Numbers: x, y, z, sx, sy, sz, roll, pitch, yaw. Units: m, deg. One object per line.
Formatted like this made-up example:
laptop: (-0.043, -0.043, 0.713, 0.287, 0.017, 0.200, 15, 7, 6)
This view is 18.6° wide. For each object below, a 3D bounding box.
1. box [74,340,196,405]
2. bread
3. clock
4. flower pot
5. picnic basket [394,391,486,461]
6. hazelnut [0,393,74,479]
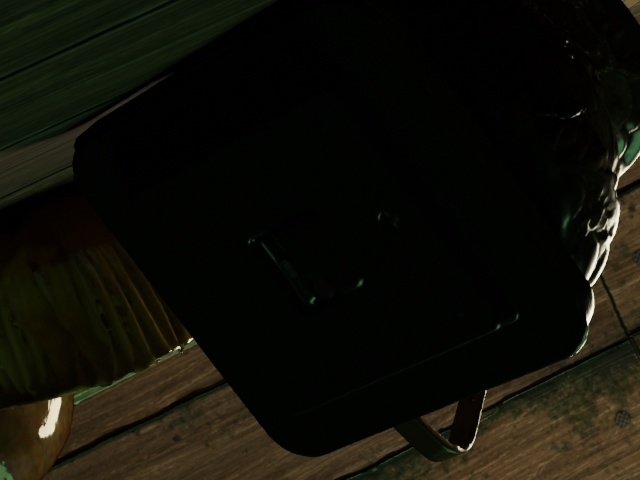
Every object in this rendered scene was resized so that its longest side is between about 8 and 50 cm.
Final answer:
box: (-0.270, 0.087, 2.001, 0.291, 0.166, 0.220, -25, 179, -21)
bread: (-0.195, 0.031, 1.664, 0.204, 0.156, 0.288, -17, -173, 34)
clock: (0.000, 0.000, 1.243, 0.273, 0.279, 0.049, -28, -165, 37)
flower pot: (0.102, -0.070, 1.363, 0.267, 0.266, 0.267, -27, -170, 36)
picnic basket: (0.058, 0.030, 1.867, 0.291, 0.321, 0.254, -27, -152, 35)
hazelnut: (-0.329, 0.167, 1.765, 0.214, 0.176, 0.214, -28, -178, 1)
